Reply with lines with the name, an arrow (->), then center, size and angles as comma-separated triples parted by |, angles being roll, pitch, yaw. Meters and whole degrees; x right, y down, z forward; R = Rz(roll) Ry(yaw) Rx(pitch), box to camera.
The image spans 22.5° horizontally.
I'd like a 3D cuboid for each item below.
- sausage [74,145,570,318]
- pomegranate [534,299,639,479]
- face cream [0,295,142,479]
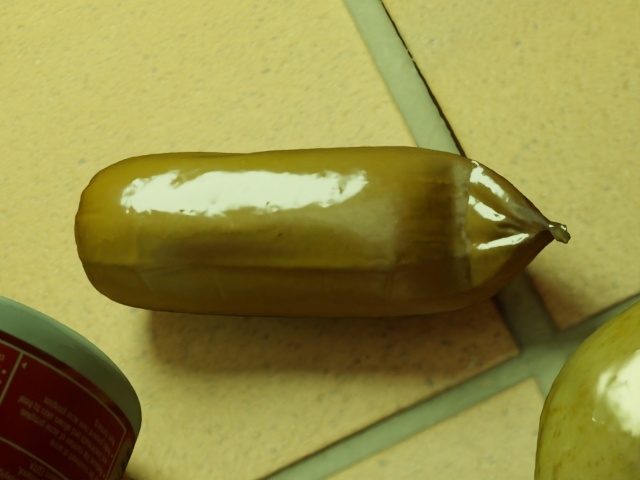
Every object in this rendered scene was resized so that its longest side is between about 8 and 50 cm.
sausage -> 0.002, -0.006, 0.998 | 0.328, 0.112, 0.112 | 0, 55, 24
pomegranate -> 0.220, 0.116, 0.711 | 0.260, 0.260, 0.260 | -13, 51, 16
face cream -> -0.224, 0.142, 0.927 | 0.201, 0.201, 0.187 | 3, 57, 28
